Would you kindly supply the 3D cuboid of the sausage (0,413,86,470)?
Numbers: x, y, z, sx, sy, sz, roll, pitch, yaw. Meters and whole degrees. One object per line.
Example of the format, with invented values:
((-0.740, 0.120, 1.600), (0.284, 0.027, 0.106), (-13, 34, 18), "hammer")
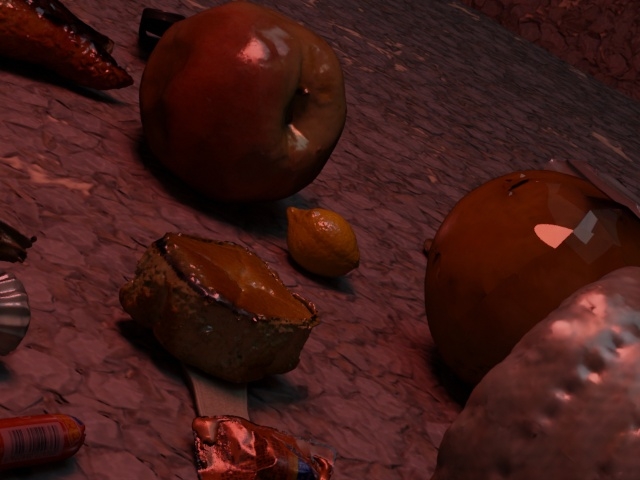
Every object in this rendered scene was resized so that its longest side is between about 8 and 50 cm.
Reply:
((-0.195, 0.128, 0.888), (0.034, 0.034, 0.129), (40, 24, 30), "sausage")

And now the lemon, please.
((0.000, 0.000, 1.404), (0.092, 0.065, 0.065), (40, 22, 6), "lemon")

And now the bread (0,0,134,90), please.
((-0.330, -0.238, 1.539), (0.269, 0.095, 0.139), (34, 17, -31), "bread")

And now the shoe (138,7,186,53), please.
((-0.200, -0.256, 1.787), (0.071, 0.049, 0.179), (12, 0, -3), "shoe")

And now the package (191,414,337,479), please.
((-0.037, 0.161, 1.007), (0.111, 0.033, 0.077), (16, 52, -21), "package")

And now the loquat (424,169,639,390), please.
((0.211, 0.051, 1.316), (0.235, 0.235, 0.235), (24, 20, -10), "loquat")

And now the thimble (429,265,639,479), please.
((0.217, 0.178, 0.971), (0.195, 0.291, 0.291), (39, 23, 30), "thimble")

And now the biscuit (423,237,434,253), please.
((0.178, 0.024, 1.640), (0.147, 0.018, 0.071), (8, 29, -41), "biscuit")

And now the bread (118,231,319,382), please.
((-0.078, 0.055, 1.135), (0.128, 0.069, 0.140), (40, 19, 32), "bread")

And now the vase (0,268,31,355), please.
((-0.265, 0.047, 0.941), (0.081, 0.081, 0.149), (41, 21, 33), "vase")

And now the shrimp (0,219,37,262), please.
((-0.329, -0.040, 1.117), (0.223, 0.047, 0.126), (25, 10, -4), "shrimp")

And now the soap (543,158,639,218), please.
((0.350, -0.005, 1.748), (0.091, 0.145, 0.230), (14, 25, -34), "soap")

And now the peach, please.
((-0.088, -0.144, 1.477), (0.214, 0.214, 0.235), (11, 9, -39), "peach")

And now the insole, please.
((-0.081, 0.113, 1.105), (0.063, 0.010, 0.192), (20, 21, -22), "insole")
